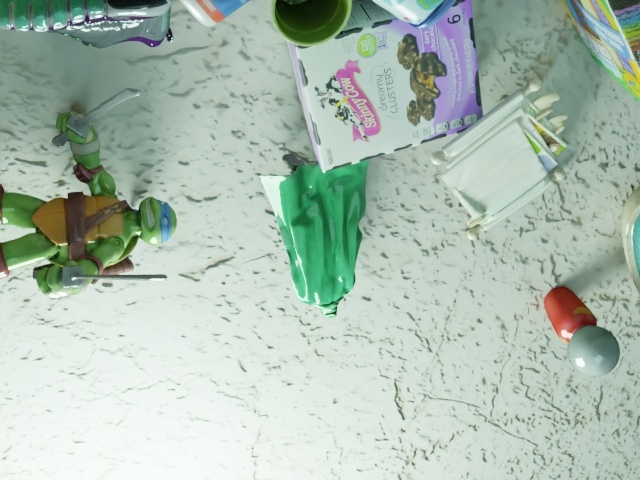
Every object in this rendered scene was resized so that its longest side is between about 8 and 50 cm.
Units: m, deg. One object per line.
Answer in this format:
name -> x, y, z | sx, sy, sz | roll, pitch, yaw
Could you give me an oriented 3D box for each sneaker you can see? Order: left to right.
sneaker -> -0.258, -0.221, 1.050 | 0.224, 0.083, 0.098 | 2, 152, -2

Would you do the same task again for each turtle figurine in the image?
turtle figurine -> -0.291, -0.039, 1.096 | 0.266, 0.275, 0.197 | -9, 92, -5

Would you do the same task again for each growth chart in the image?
growth chart -> 0.224, -0.093, 1.261 | 0.172, 0.021, 0.237 | -33, 148, 5

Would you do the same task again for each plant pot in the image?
plant pot -> -0.018, -0.256, 1.088 | 0.083, 0.079, 0.083 | -8, 126, -11

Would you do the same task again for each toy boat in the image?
toy boat -> 0.453, 0.054, 1.396 | 0.318, 0.148, 0.267 | -34, 126, 8

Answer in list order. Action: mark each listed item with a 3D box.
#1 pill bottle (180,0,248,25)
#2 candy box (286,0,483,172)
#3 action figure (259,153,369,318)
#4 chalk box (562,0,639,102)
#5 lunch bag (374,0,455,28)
pill bottle -> -0.055, -0.316, 1.008 | 0.221, 0.124, 0.124 | -34, 126, 9
candy box -> 0.072, -0.183, 1.170 | 0.196, 0.070, 0.164 | -17, 128, -5
action figure -> 0.000, 0.000, 1.283 | 0.137, 0.063, 0.232 | -12, 122, -10
chalk box -> 0.376, -0.265, 1.136 | 0.180, 0.179, 0.289 | -34, 127, 7
lunch bag -> 0.118, -0.323, 1.020 | 0.090, 0.176, 0.219 | 26, 113, -29
